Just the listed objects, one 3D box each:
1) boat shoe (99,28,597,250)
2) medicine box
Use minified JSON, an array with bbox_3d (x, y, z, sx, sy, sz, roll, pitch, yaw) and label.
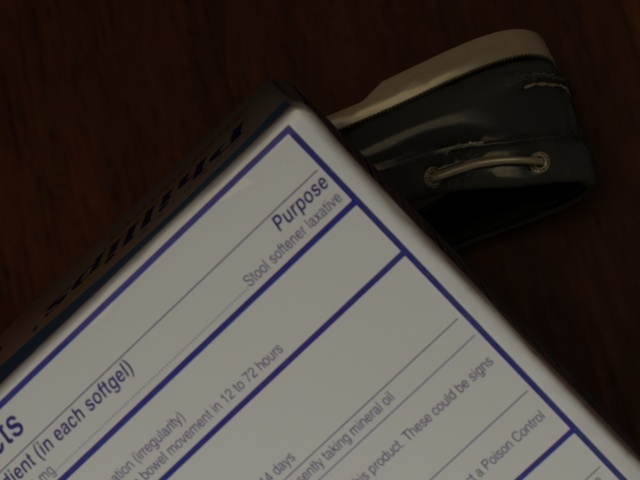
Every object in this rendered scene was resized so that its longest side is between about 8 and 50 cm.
[{"bbox_3d":[0.000,0.000,0.821,0.319,0.116,0.099,-28,69,4],"label":"boat shoe"},{"bbox_3d":[-0.013,0.115,0.726,0.263,0.149,0.289,-43,100,5],"label":"medicine box"}]
